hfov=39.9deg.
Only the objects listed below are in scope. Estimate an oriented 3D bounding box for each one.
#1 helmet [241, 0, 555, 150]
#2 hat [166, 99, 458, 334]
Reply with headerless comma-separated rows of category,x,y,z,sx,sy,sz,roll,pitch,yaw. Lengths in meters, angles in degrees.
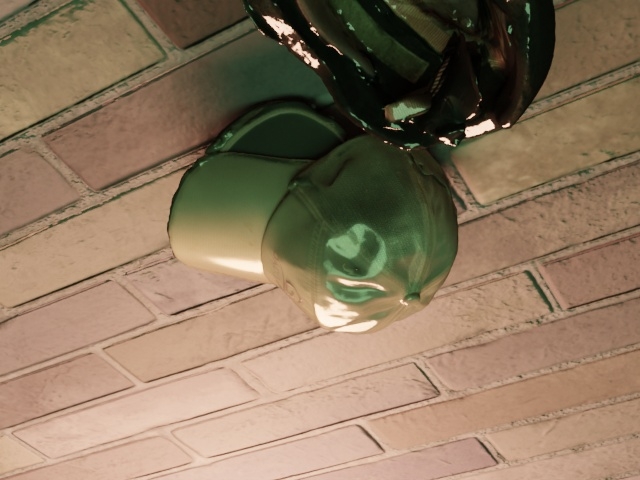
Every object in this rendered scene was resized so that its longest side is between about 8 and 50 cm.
helmet,0.067,-0.188,0.633,0.198,0.154,0.253,-11,120,43
hat,-0.008,-0.003,0.834,0.275,0.161,0.232,4,133,5
